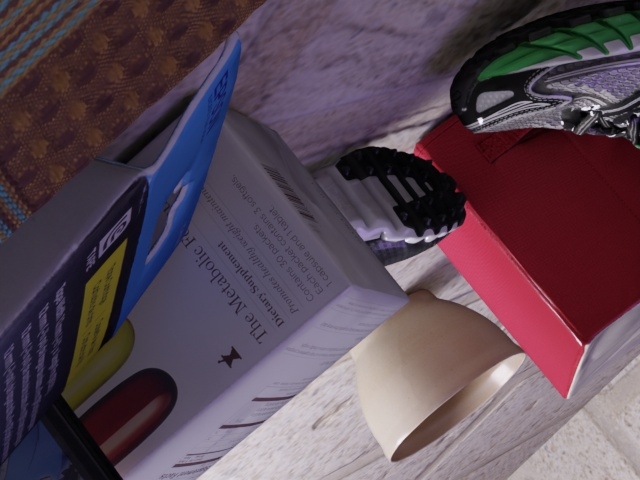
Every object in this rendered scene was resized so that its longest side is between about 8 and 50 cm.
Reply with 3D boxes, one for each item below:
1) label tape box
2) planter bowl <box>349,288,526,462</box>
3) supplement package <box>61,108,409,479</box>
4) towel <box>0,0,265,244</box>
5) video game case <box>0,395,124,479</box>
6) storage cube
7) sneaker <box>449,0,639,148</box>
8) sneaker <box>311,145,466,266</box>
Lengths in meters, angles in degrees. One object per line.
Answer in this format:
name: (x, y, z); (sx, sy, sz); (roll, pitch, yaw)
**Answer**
label tape box: (-0.187, 0.056, 0.719); (0.347, 0.115, 0.249); (-53, 178, -20)
planter bowl: (0.096, 0.115, 1.594); (0.162, 0.109, 0.162); (-35, 164, -12)
supplement package: (-0.095, 0.057, 0.962); (0.244, 0.139, 0.134); (-41, 165, 9)
towel: (-0.123, -0.096, 0.338); (0.271, 0.040, 0.370); (-43, 154, -12)
video game case: (-0.219, 0.191, 0.856); (0.275, 0.248, 0.035); (-38, 166, -2)
storage cube: (0.199, -0.023, 1.291); (0.184, 0.193, 0.215); (-36, 165, -8)
sneaker: (0.254, -0.086, 1.126); (0.344, 0.146, 0.134); (0, -177, -8)
sneaker: (0.000, 0.000, 1.140); (0.234, 0.078, 0.106); (-16, 156, -46)
